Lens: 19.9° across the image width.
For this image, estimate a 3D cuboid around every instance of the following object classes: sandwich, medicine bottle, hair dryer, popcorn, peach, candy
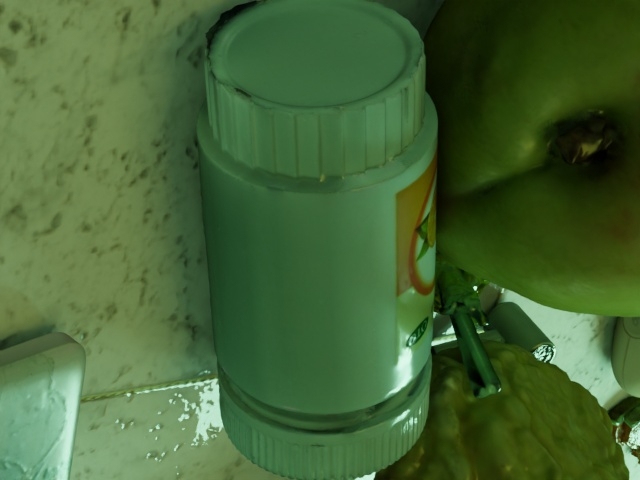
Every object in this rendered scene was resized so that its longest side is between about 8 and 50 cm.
[{"bbox_3d":[0.333,0.193,1.875,0.067,0.029,0.135,-55,144,-1],"label":"sandwich"},{"bbox_3d":[0.000,0.000,1.233,0.158,0.158,0.318,-31,138,-30],"label":"medicine bottle"},{"bbox_3d":[0.134,0.092,1.551,0.124,0.063,0.038,-12,130,-28],"label":"hair dryer"},{"bbox_3d":[0.133,0.183,1.453,0.174,0.225,0.286,-35,170,28],"label":"popcorn"},{"bbox_3d":[0.209,-0.104,1.271,0.315,0.314,0.281,-44,123,-49],"label":"peach"},{"bbox_3d":[0.102,0.050,1.331,0.073,0.262,0.077,-35,111,9],"label":"candy"}]

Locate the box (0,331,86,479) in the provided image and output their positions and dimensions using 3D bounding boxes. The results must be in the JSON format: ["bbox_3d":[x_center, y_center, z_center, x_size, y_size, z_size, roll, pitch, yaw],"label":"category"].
[{"bbox_3d":[-0.232,0.197,1.228,0.142,0.044,0.285,-21,133,-43],"label":"box"}]

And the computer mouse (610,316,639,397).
[{"bbox_3d":[0.352,0.050,1.739,0.145,0.082,0.236,-17,131,-40],"label":"computer mouse"}]
